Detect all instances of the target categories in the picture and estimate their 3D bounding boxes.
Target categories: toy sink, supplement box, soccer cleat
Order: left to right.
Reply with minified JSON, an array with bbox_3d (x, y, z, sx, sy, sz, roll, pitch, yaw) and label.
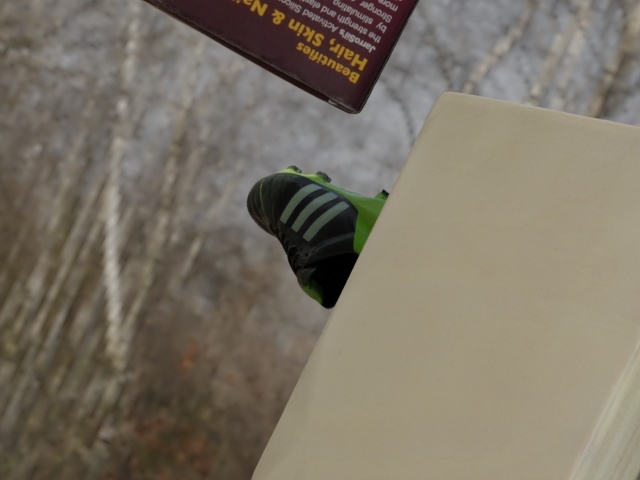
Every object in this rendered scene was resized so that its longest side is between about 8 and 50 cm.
[{"bbox_3d":[0.000,0.000,1.125,0.060,0.072,0.179,43,-17,-31],"label":"soccer cleat"},{"bbox_3d":[0.011,-0.159,0.764,0.104,0.188,0.081,28,5,-7],"label":"supplement box"},{"bbox_3d":[0.088,0.057,0.529,0.131,0.152,0.234,25,1,-14],"label":"toy sink"}]
